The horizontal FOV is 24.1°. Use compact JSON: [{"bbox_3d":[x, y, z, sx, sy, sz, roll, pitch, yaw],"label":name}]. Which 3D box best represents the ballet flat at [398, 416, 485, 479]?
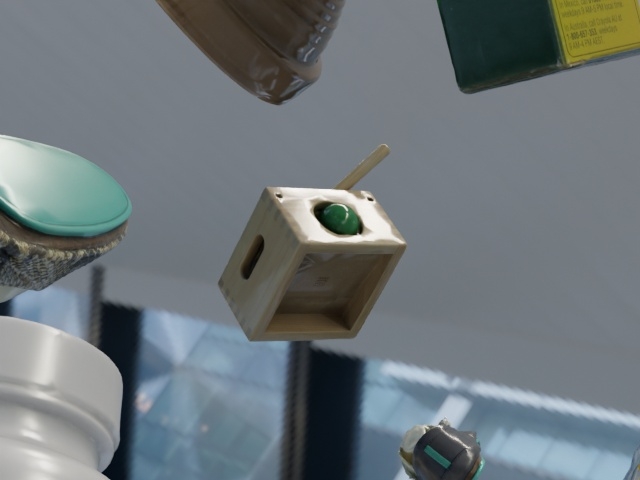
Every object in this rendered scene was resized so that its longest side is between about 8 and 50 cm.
[{"bbox_3d":[0.103,0.186,1.304,0.074,0.074,0.203,33,-5,7],"label":"ballet flat"}]

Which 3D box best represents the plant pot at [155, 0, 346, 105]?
[{"bbox_3d":[-0.051,-0.213,0.964,0.237,0.110,0.237,49,16,-19],"label":"plant pot"}]

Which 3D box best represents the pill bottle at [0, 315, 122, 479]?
[{"bbox_3d":[-0.156,0.174,0.637,0.152,0.272,0.152,4,-31,2],"label":"pill bottle"}]

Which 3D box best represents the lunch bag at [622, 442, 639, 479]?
[{"bbox_3d":[0.200,0.125,0.775,0.083,0.053,0.071,10,-55,-9],"label":"lunch bag"}]

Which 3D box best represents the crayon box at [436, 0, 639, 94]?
[{"bbox_3d":[0.132,-0.260,0.891,0.081,0.202,0.318,-10,-85,43],"label":"crayon box"}]

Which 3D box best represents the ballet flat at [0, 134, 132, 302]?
[{"bbox_3d":[-0.328,-0.009,1.280,0.164,0.182,0.483,43,9,12],"label":"ballet flat"}]

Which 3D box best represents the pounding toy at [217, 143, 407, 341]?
[{"bbox_3d":[0.000,0.000,1.262,0.130,0.141,0.100,1,41,-36],"label":"pounding toy"}]
